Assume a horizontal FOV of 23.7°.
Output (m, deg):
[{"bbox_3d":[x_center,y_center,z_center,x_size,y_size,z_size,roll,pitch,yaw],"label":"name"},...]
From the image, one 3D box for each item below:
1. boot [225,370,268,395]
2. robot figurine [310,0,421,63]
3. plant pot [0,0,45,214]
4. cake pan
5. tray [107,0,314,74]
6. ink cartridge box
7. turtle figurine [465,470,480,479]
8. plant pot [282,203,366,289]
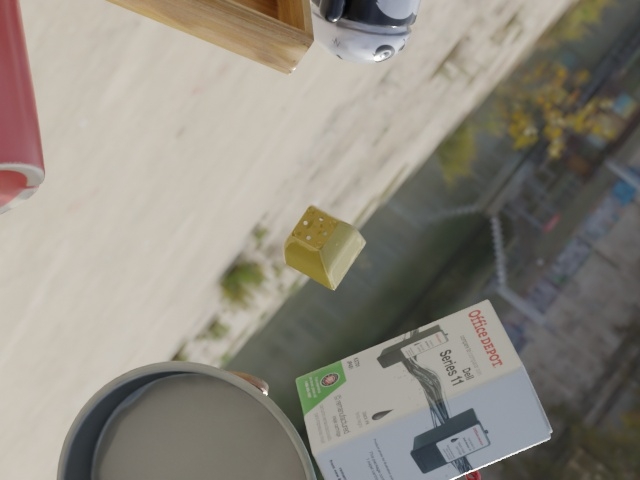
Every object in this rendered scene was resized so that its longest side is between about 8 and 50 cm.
[{"bbox_3d":[-0.185,0.302,1.979,0.283,0.109,0.220,-23,-135,22],"label":"boot"},{"bbox_3d":[0.079,-0.405,2.312,0.173,0.209,0.278,-127,-135,-56],"label":"robot figurine"},{"bbox_3d":[-0.431,-0.150,1.675,0.275,0.243,0.275,-20,167,-5],"label":"plant pot"},{"bbox_3d":[-0.135,0.267,1.607,0.293,0.293,0.054,-53,170,15],"label":"cake pan"},{"bbox_3d":[-0.208,-0.367,1.948,0.076,0.410,0.203,-50,-148,36],"label":"tray"},{"bbox_3d":[0.094,0.156,1.429,0.208,0.087,0.153,-23,-157,2],"label":"ink cartridge box"},{"bbox_3d":[0.161,0.393,2.195,0.234,0.175,0.118,-22,154,10],"label":"turtle figurine"},{"bbox_3d":[0.000,0.000,1.966,0.081,0.081,0.083,-56,161,-14],"label":"plant pot"}]
